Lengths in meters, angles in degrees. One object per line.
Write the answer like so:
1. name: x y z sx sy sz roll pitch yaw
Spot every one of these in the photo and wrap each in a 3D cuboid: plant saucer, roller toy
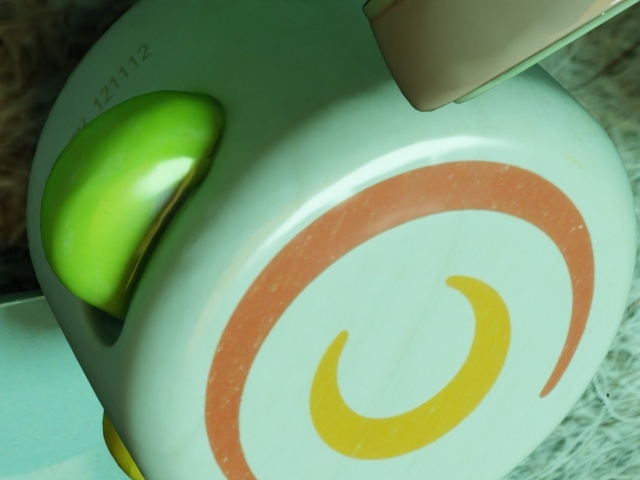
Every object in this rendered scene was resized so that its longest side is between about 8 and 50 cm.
1. plant saucer: -0.127 0.075 0.724 0.195 0.037 0.195 -14 141 -12
2. roller toy: 0.000 0.000 0.603 0.191 0.146 0.209 -24 132 -13

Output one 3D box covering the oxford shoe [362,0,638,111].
1. oxford shoe: 0.149 -0.202 0.441 0.397 0.146 0.140 -37 -176 -5
